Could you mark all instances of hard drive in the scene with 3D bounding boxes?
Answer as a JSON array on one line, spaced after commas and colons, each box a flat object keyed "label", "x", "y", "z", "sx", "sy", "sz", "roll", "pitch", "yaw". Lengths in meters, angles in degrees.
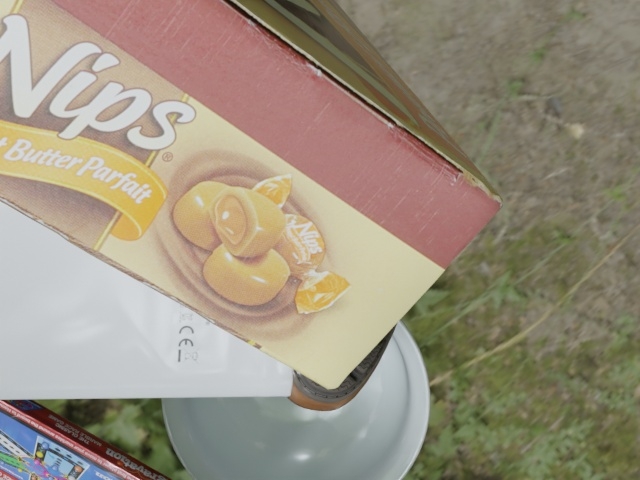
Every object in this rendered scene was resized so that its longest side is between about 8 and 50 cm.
[{"label": "hard drive", "x": -0.170, "y": 0.026, "z": 1.104, "sx": 0.040, "sy": 0.307, "sz": 0.203, "roll": -146, "pitch": 59, "yaw": -72}]

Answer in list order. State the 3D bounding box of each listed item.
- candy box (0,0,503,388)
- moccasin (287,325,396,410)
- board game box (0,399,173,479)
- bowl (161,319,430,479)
[{"label": "candy box", "x": -0.078, "y": -0.100, "z": 0.496, "sx": 0.087, "sy": 0.183, "sz": 0.316, "roll": -49, "pitch": 33, "yaw": 13}, {"label": "moccasin", "x": -0.003, "y": -0.001, "z": 1.392, "sx": 0.147, "sy": 0.139, "sz": 0.380, "roll": -43, "pitch": 41, "yaw": 47}, {"label": "board game box", "x": -0.271, "y": 0.239, "z": 1.369, "sx": 0.281, "sy": 0.027, "sz": 0.145, "roll": 29, "pitch": 121, "yaw": 3}, {"label": "bowl", "x": -0.024, "y": 0.161, "z": 1.559, "sx": 0.298, "sy": 0.134, "sz": 0.298, "roll": 1, "pitch": 102, "yaw": 3}]
